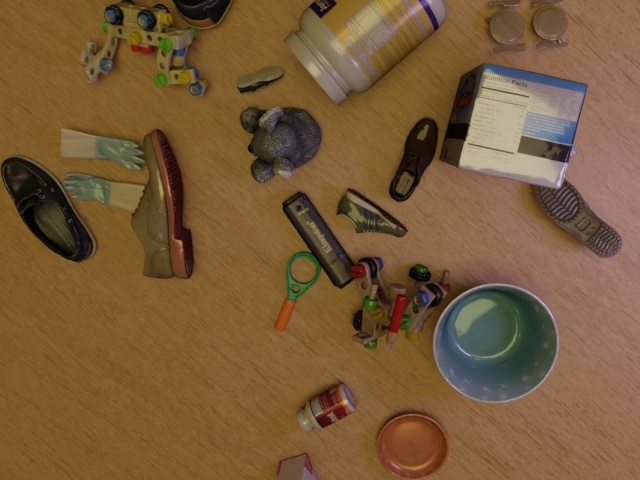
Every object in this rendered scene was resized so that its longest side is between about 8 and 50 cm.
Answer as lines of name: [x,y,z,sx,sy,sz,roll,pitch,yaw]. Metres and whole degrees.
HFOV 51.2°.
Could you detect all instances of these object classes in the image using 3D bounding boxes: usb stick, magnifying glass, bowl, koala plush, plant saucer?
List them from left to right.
koala plush: [-0.101,-0.246,1.639,0.203,0.221,0.196,-11,99,5]
magnifying glass: [-0.071,0.139,1.809,0.092,0.026,0.231,22,99,-1]
usb stick: [0.000,0.000,1.766,0.077,0.045,0.278,-34,96,4]
plant saucer: [0.255,0.569,1.856,0.199,0.037,0.200,1,101,3]
bowl: [0.437,0.244,1.723,0.311,0.163,0.312,1,99,3]

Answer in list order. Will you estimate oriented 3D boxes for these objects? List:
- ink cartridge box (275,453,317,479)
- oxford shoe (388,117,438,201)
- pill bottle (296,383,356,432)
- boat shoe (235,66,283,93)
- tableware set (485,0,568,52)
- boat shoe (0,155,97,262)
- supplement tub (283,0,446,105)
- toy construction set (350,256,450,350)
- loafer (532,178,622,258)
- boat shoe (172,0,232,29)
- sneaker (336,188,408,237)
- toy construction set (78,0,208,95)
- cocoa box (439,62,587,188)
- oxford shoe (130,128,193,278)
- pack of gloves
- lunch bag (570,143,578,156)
ink cartridge box: [-0.044,0.730,1.841,0.092,0.158,0.218,-19,99,6]
oxford shoe: [0.243,-0.201,1.691,0.082,0.096,0.227,19,99,2]
pill bottle: [0.015,0.462,1.828,0.152,0.086,0.086,-30,97,9]
boat shoe: [-0.153,-0.408,1.707,0.125,0.038,0.046,-19,57,1]
tableware set: [0.509,-0.527,1.646,0.194,0.039,0.128,-5,88,-1]
boat shoe: [-0.736,-0.079,1.763,0.127,0.113,0.340,-32,97,9]
supplement tub: [0.102,-0.503,1.572,0.331,0.241,0.241,-40,95,9]
toy construction set: [0.175,0.197,1.676,0.257,0.309,0.237,14,106,9]
loafer: [0.643,-0.059,1.697,0.102,0.092,0.268,-42,79,8]
boat shoe: [-0.225,-0.755,1.593,0.186,0.156,0.500,25,99,1]
sneaker: [0.127,-0.050,1.745,0.192,0.064,0.086,35,108,-3]
toy construction set: [-0.445,-0.477,1.669,0.327,0.151,0.215,6,126,10]
cocoa box: [0.428,-0.264,1.539,0.231,0.347,0.228,12,100,2]
oxford shoe: [-0.431,-0.085,1.729,0.146,0.140,0.397,-5,99,4]
pack of gloves: [-0.573,-0.189,1.779,0.232,0.046,0.195,12,115,1]
lunch bag: [0.597,-0.241,1.684,0.071,0.053,0.083,-27,88,6]
